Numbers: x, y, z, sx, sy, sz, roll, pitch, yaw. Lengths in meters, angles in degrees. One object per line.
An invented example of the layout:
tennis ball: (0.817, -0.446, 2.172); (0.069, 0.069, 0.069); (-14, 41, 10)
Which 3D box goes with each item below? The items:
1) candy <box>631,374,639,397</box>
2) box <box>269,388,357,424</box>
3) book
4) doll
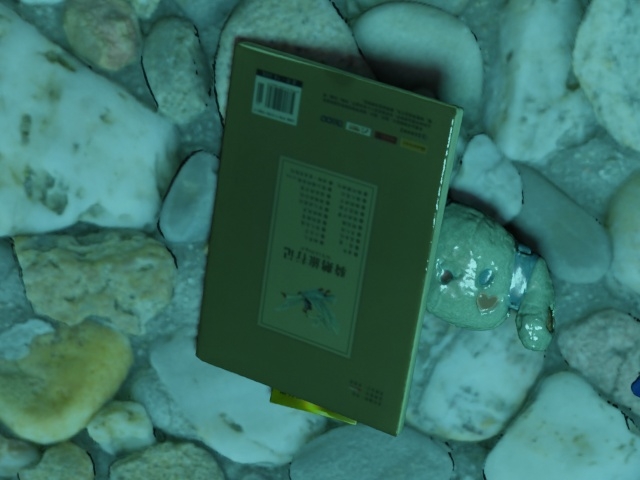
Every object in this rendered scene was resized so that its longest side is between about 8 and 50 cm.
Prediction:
candy: (0.406, 0.092, 1.334); (0.187, 0.077, 0.331); (48, 130, 17)
box: (0.009, 0.089, 1.483); (0.089, 0.022, 0.156); (15, 113, 2)
book: (0.000, 0.000, 1.413); (0.217, 0.021, 0.310); (19, 115, 23)
doll: (0.119, 0.019, 1.411); (0.214, 0.071, 0.103); (34, 104, 10)
